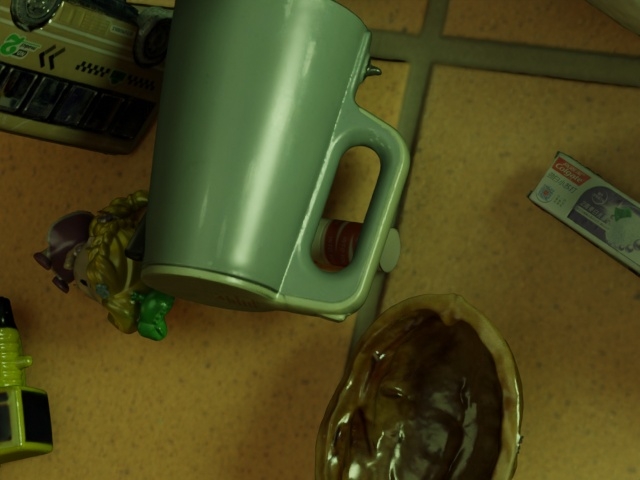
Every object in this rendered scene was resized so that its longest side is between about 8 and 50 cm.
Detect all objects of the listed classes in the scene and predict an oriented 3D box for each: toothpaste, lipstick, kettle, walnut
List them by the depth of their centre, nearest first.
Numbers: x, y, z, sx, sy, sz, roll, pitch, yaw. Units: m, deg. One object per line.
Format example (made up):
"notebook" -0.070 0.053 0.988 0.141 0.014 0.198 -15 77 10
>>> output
"toothpaste" 0.245 0.004 1.197 0.196 0.040 0.047 37 95 27
"walnut" 0.091 0.148 1.228 0.167 0.087 0.211 20 90 36
"kettle" -0.035 -0.064 1.284 0.211 0.160 0.243 10 78 1
"lipstick" 0.000 0.000 1.328 0.131 0.038 0.038 7 86 30

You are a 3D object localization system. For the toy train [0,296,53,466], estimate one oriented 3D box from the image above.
"toy train" -0.312 0.130 1.451 0.127 0.089 0.219 -12 76 15

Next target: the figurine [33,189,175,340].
"figurine" -0.160 0.016 1.386 0.115 0.095 0.156 -51 42 -11

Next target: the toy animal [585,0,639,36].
"toy animal" 0.255 -0.244 1.139 0.272 0.206 0.265 -39 63 15

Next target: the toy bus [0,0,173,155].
"toy bus" -0.247 -0.165 1.346 0.139 0.289 0.157 34 101 25
